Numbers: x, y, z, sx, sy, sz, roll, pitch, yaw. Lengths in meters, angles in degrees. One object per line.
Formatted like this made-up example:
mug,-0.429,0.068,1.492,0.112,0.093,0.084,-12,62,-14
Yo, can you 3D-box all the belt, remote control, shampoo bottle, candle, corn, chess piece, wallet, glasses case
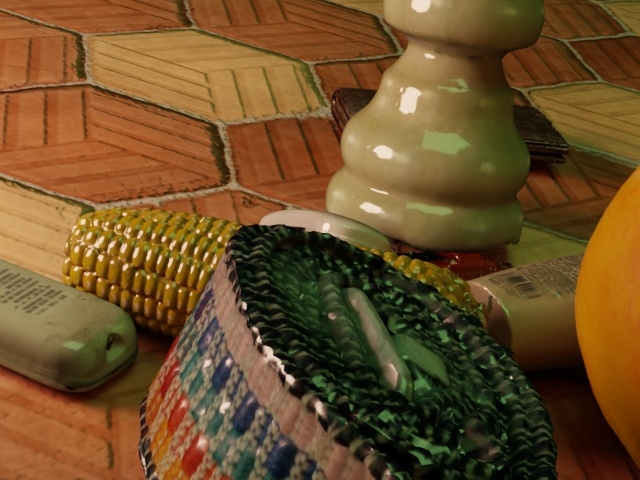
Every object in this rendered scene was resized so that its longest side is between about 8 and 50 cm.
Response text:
belt,0.013,0.124,0.807,0.207,0.160,0.295,18,22,-29
remote control,-0.271,0.029,1.012,0.309,0.038,0.090,20,28,18
shampoo bottle,0.223,0.051,1.124,0.257,0.078,0.127,-8,24,-31
candle,0.102,0.034,1.163,0.162,0.053,0.048,-5,-14,-42
corn,-0.033,0.038,1.018,0.305,0.106,0.106,15,26,8
chess piece,0.114,-0.169,1.217,0.182,0.330,0.182,9,15,-2
wallet,0.131,-0.117,1.475,0.230,0.042,0.124,7,23,-11
glasses case,0.000,0.000,1.119,0.063,0.041,0.164,19,-5,-23

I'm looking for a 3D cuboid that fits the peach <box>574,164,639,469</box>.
peach,0.323,0.026,0.943,0.289,0.308,0.289,16,36,-12
